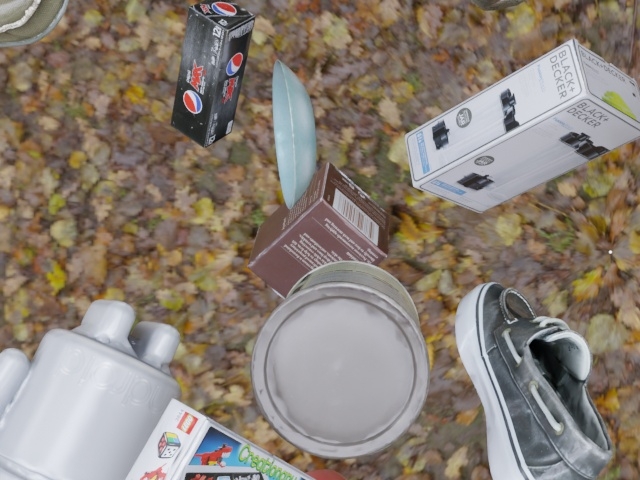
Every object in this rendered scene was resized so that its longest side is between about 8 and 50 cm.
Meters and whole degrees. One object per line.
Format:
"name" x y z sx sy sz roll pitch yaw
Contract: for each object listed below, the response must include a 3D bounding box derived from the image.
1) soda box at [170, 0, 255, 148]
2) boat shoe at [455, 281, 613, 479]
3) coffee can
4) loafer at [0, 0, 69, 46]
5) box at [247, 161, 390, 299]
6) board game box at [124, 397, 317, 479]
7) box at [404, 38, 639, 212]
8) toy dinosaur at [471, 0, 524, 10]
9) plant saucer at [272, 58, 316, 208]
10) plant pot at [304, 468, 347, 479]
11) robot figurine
"soda box" -0.126 -0.193 1.087 0.060 0.053 0.169 35 134 17
"boat shoe" 0.228 0.137 0.960 0.121 0.335 0.119 32 116 -21
"coffee can" 0.031 0.136 1.184 0.202 0.275 0.201 0 94 4
"loafer" -0.284 -0.191 0.592 0.251 0.087 0.094 19 99 -6
"box" 0.000 0.000 1.748 0.168 0.167 0.203 41 114 -16
"board game box" -0.113 0.302 0.992 0.053 0.305 0.193 22 75 31
"box" 0.281 -0.148 1.311 0.290 0.169 0.087 -27 58 38
"toy dinosaur" 0.342 -0.472 1.742 0.160 0.313 0.121 -23 114 33
"plant saucer" -0.032 -0.138 1.226 0.037 0.195 0.194 -6 87 -9
"plant pot" 0.029 0.578 1.645 0.243 0.275 0.275 32 99 41
"robot figurine" -0.315 0.253 1.237 0.300 0.200 0.353 29 75 -22
